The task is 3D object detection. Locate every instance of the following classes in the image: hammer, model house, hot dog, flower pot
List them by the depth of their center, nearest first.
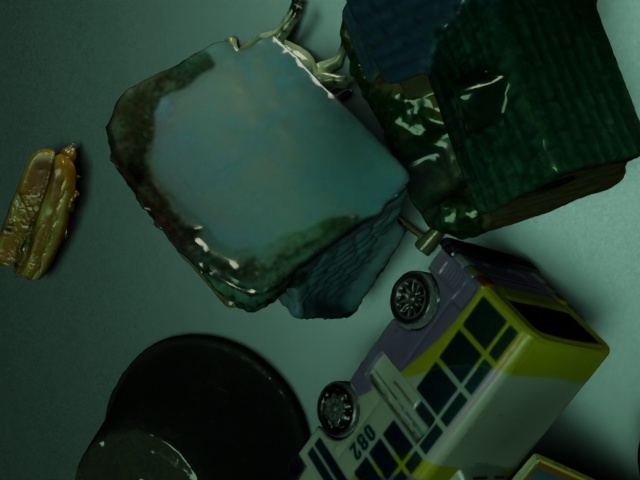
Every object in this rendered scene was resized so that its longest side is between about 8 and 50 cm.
[{"bbox_3d":[0.199,-0.221,1.158,0.335,0.342,0.382,-22,79,10],"label":"model house"},{"bbox_3d":[-0.090,-0.045,1.358,0.297,0.339,0.360,-39,69,-14],"label":"model house"},{"bbox_3d":[0.102,-0.057,1.448,0.195,0.028,0.060,36,104,11],"label":"hammer"},{"bbox_3d":[-0.229,0.350,1.518,0.379,0.251,0.379,3,99,20],"label":"flower pot"},{"bbox_3d":[-0.476,-0.046,1.622,0.109,0.072,0.269,31,110,9],"label":"hot dog"}]

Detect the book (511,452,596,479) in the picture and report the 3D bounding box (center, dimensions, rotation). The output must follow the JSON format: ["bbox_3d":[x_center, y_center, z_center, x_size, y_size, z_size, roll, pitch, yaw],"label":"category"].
[{"bbox_3d":[0.377,0.468,1.358,0.374,0.028,0.262,27,110,-17],"label":"book"}]

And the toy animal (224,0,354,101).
[{"bbox_3d":[-0.051,-0.267,1.439,0.217,0.073,0.176,38,115,4],"label":"toy animal"}]

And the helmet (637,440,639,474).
[{"bbox_3d":[0.539,0.308,1.293,0.216,0.193,0.189,38,114,40],"label":"helmet"}]

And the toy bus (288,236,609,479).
[{"bbox_3d":[0.171,0.243,1.332,0.440,0.209,0.249,-57,46,20],"label":"toy bus"}]
